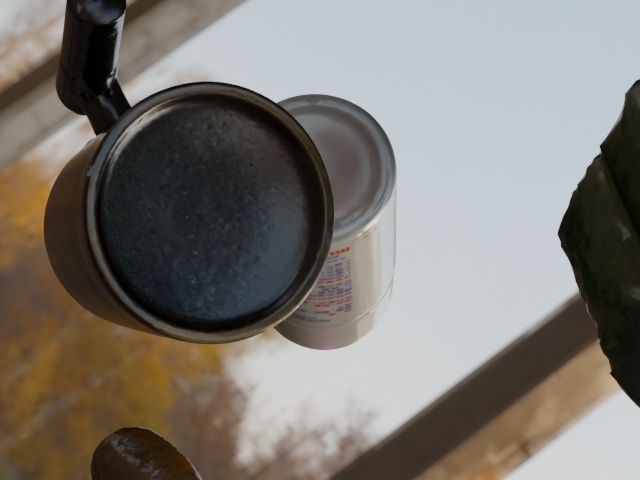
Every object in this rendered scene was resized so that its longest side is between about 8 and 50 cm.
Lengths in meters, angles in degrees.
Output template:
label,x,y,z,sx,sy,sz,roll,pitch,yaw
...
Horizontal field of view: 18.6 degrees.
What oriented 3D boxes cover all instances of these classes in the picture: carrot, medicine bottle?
label,x,y,z,sx,sy,sz,roll,pitch,yaw
carrot,-0.048,0.159,0.955,0.191,0.047,0.047,41,-15,31
medicine bottle,0.000,0.000,1.640,0.130,0.130,0.341,51,-11,17

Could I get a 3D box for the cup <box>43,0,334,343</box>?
label,x,y,z,sx,sy,sz,roll,pitch,yaw
cup,-0.097,-0.050,1.309,0.177,0.166,0.239,171,-80,-70

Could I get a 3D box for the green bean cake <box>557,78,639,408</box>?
label,x,y,z,sx,sy,sz,roll,pitch,yaw
green bean cake,0.310,-0.041,0.980,0.169,0.300,0.308,-103,-147,-47
